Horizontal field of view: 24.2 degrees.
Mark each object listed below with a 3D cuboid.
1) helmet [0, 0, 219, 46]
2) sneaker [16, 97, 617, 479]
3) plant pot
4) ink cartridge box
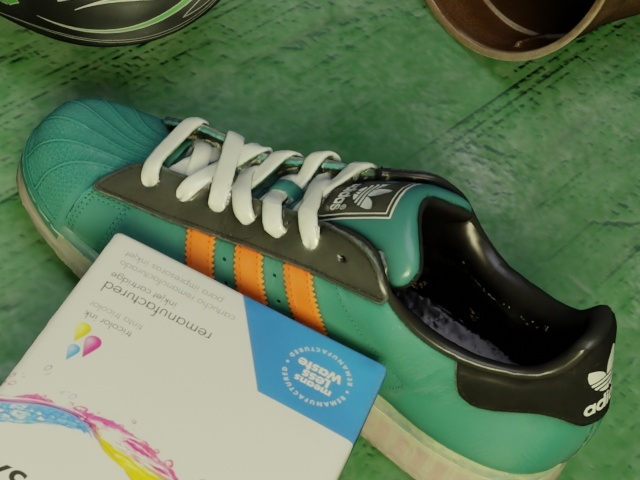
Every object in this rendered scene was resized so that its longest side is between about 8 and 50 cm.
[{"bbox_3d":[-0.111,-0.183,0.793,0.162,0.169,0.169,10,43,10],"label":"helmet"},{"bbox_3d":[0.000,0.000,0.689,0.302,0.121,0.108,30,44,7],"label":"sneaker"},{"bbox_3d":[0.168,-0.204,0.939,0.165,0.167,0.167,-15,55,-43],"label":"plant pot"},{"bbox_3d":[-0.079,0.118,0.575,0.134,0.078,0.231,26,44,3],"label":"ink cartridge box"}]
